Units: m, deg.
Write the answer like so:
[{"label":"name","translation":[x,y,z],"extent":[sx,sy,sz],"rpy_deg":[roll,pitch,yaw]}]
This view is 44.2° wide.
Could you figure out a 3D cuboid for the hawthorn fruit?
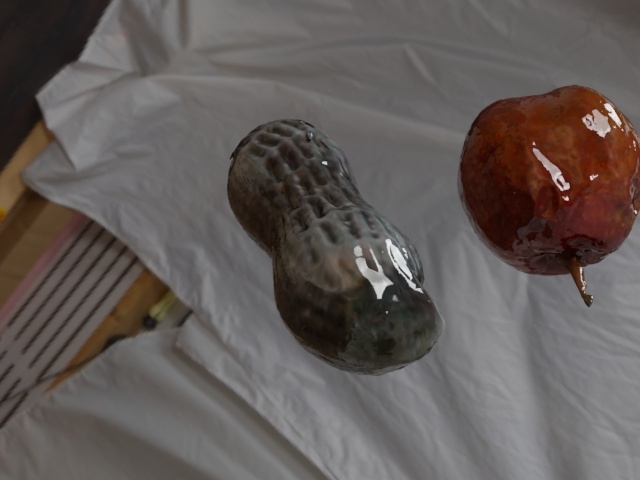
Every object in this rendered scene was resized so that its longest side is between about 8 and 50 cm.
[{"label":"hawthorn fruit","translation":[0.257,-0.035,0.859],"extent":[0.207,0.243,0.207],"rpy_deg":[-4,153,-2]}]

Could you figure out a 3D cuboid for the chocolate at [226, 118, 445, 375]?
[{"label":"chocolate","translation":[0.000,0.000,0.572],"extent":[0.110,0.248,0.110],"rpy_deg":[-14,131,-17]}]
